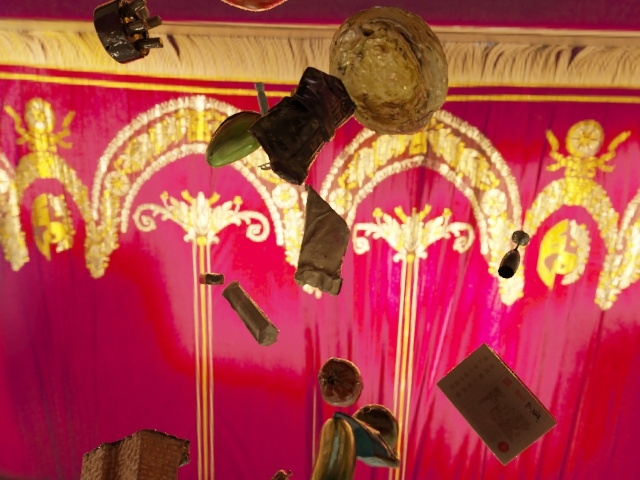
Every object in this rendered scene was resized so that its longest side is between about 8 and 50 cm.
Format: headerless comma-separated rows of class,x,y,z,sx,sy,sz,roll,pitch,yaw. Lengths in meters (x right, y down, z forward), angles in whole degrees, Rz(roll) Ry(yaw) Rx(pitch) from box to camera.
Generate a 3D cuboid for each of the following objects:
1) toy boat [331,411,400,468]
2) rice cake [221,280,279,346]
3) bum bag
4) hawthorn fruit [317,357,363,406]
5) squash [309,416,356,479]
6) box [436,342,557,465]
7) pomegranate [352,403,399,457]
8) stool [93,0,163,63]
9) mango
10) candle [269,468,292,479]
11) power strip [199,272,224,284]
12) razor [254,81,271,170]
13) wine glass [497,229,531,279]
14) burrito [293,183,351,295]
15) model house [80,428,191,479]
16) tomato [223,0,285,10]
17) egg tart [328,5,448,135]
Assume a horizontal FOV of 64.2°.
toy boat,0.095,0.444,1.129,0.077,0.075,0.185,31,170,-39
rice cake,-0.177,0.177,1.259,0.057,0.052,0.256,-34,-144,-15
bum bag,-0.021,-0.180,0.760,0.069,0.102,0.248,-22,-154,40
hawthorn fruit,0.052,0.355,1.280,0.128,0.128,0.128,1,-163,0
squash,0.027,0.426,0.967,0.082,0.082,0.292,3,-168,7
box,0.354,0.328,1.040,0.201,0.141,0.058,49,-170,23
pomegranate,0.170,0.593,1.554,0.159,0.205,0.159,-29,-166,8
stool,-0.414,-0.471,1.118,0.121,0.125,0.217,-17,-140,11
mango,-0.244,-0.289,1.457,0.232,0.111,0.125,-27,-141,25
candle,-0.116,0.606,1.228,0.131,0.052,0.052,-46,-150,-7
power strip,-0.371,0.131,1.730,0.064,0.044,0.305,2,177,-17
razor,-0.144,-0.311,1.387,0.068,0.232,0.106,-17,-174,-37
wine glass,0.613,0.044,1.619,0.066,0.066,0.198,11,-142,30
burrito,0.012,0.001,1.649,0.175,0.348,0.107,8,174,-18
model house,-0.347,0.476,0.957,0.166,0.183,0.172,37,-151,-34
tomato,-0.147,-0.617,0.999,0.298,0.299,0.226,10,-176,27
egg tart,0.148,-0.347,1.050,0.290,0.291,0.107,13,-130,33
